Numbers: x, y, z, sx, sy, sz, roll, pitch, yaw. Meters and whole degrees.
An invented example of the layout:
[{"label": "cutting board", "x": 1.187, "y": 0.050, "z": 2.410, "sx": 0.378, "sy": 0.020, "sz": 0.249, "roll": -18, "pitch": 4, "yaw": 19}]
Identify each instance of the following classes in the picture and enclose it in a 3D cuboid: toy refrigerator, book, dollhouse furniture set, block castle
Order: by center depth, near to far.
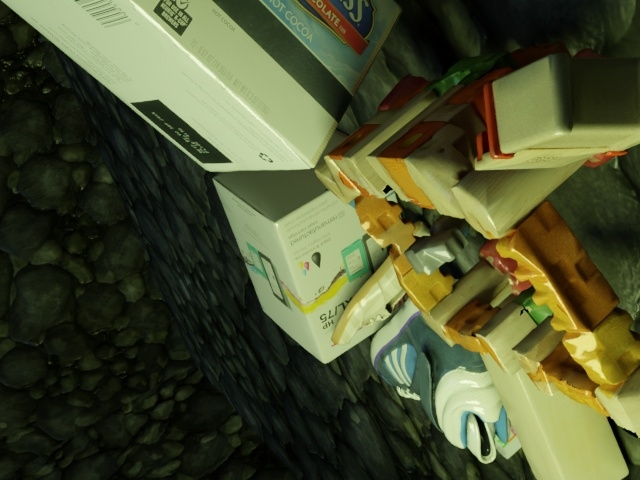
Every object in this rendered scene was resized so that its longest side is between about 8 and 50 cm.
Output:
[{"label": "dollhouse furniture set", "x": 0.149, "y": -0.184, "z": 0.694, "sx": 0.135, "sy": 0.262, "sz": 0.259, "roll": 164, "pitch": 103, "yaw": -74}, {"label": "block castle", "x": 0.200, "y": -0.029, "z": 1.002, "sx": 0.303, "sy": 0.213, "sz": 0.453, "roll": 52, "pitch": 171, "yaw": -15}, {"label": "toy refrigerator", "x": 0.281, "y": 0.182, "z": 1.288, "sx": 0.269, "sy": 0.094, "sz": 0.102, "roll": 65, "pitch": 168, "yaw": -14}, {"label": "book", "x": 0.273, "y": 0.261, "z": 1.527, "sx": 0.096, "sy": 0.035, "sz": 0.144, "roll": 52, "pitch": 158, "yaw": 18}]

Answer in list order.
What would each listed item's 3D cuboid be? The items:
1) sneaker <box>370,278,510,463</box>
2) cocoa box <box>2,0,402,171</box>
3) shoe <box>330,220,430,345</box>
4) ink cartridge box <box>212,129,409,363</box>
[{"label": "sneaker", "x": 0.174, "y": 0.221, "z": 1.486, "sx": 0.323, "sy": 0.130, "sz": 0.236, "roll": 110, "pitch": 147, "yaw": -60}, {"label": "cocoa box", "x": -0.130, "y": -0.264, "z": 1.116, "sx": 0.347, "sy": 0.228, "sz": 0.231, "roll": 40, "pitch": 159, "yaw": -32}, {"label": "shoe", "x": 0.093, "y": 0.072, "z": 1.467, "sx": 0.058, "sy": 0.219, "sz": 0.076, "roll": 40, "pitch": -165, "yaw": 9}, {"label": "ink cartridge box", "x": 0.000, "y": 0.000, "z": 1.570, "sx": 0.197, "sy": 0.198, "sz": 0.270, "roll": 35, "pitch": 151, "yaw": 50}]
